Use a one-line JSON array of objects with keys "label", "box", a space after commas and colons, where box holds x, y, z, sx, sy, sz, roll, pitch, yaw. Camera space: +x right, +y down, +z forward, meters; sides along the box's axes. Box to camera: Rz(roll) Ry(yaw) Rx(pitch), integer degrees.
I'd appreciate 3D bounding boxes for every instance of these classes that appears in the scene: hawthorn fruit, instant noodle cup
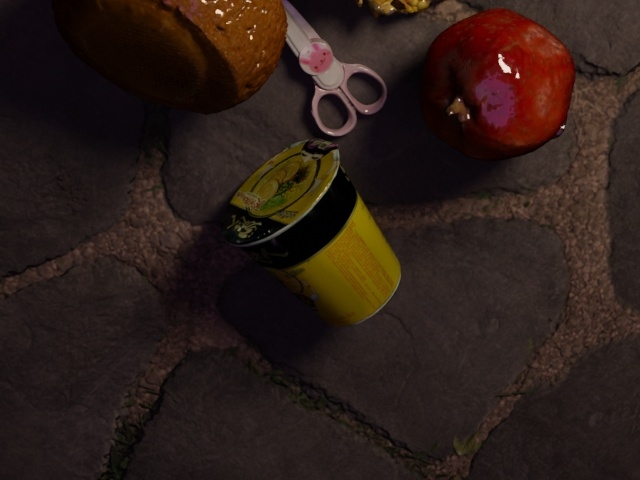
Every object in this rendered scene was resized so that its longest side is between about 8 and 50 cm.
[{"label": "hawthorn fruit", "box": [0.231, -0.208, 1.469, 0.215, 0.249, 0.215, 22, 129, 31]}, {"label": "instant noodle cup", "box": [0.000, 0.000, 1.587, 0.215, 0.216, 0.236, -34, 120, 11]}]

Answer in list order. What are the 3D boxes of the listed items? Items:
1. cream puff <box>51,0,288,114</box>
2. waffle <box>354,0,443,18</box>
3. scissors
[{"label": "cream puff", "box": [-0.186, -0.308, 1.407, 0.302, 0.212, 0.303, 16, 152, 9]}, {"label": "waffle", "box": [0.116, -0.399, 1.411, 0.280, 0.060, 0.262, -14, 143, -18]}, {"label": "scissors", "box": [-0.005, -0.266, 1.546, 0.118, 0.030, 0.242, -34, 114, 10]}]
